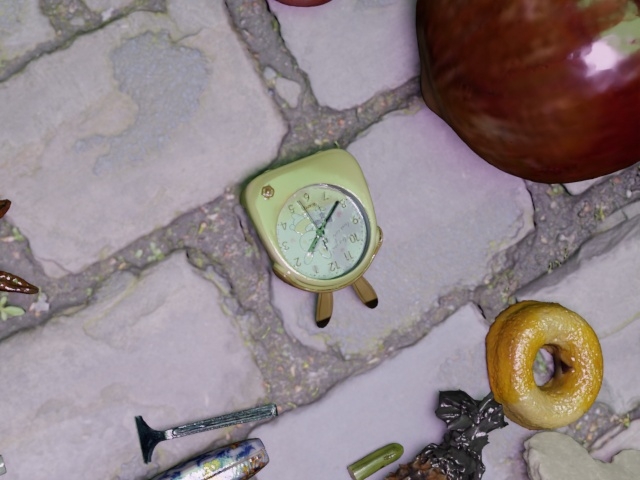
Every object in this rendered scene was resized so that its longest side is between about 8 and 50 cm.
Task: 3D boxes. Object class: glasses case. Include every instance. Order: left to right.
[{"bbox_3d":[-0.183,0.328,1.696,0.248,0.087,0.065,-24,85,-16],"label":"glasses case"}]

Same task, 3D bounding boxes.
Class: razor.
[{"bbox_3d":[-0.148,0.249,1.742,0.190,0.033,0.066,-10,87,-15],"label":"razor"}]

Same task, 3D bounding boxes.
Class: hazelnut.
[{"bbox_3d":[0.330,-0.282,1.777,0.421,0.353,0.420,1,92,20],"label":"hazelnut"}]

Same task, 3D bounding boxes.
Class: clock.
[{"bbox_3d":[0.000,0.000,1.791,0.170,0.069,0.232,-21,90,-16],"label":"clock"}]

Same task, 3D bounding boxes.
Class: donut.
[{"bbox_3d":[0.324,0.177,1.847,0.174,0.074,0.190,15,81,-12],"label":"donut"}]

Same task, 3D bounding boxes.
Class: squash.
[{"bbox_3d":[0.079,0.305,1.795,0.083,0.027,0.027,-28,91,-16],"label":"squash"}]

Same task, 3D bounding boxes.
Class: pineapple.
[{"bbox_3d":[0.170,0.305,1.777,0.111,0.119,0.237,27,68,36],"label":"pineapple"}]

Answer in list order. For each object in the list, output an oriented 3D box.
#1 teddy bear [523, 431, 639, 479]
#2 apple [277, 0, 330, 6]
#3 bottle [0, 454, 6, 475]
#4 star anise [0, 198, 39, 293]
[{"bbox_3d":[0.338,0.525,1.796,0.327,0.375,0.362,15,122,-12],"label":"teddy bear"},{"bbox_3d":[-0.024,-0.400,1.802,0.153,0.120,0.153,1,84,-7],"label":"apple"},{"bbox_3d":[-0.447,0.299,1.664,0.083,0.030,0.030,-17,88,-16],"label":"bottle"},{"bbox_3d":[-0.505,0.041,1.653,0.288,0.088,0.288,1,85,-15],"label":"star anise"}]
